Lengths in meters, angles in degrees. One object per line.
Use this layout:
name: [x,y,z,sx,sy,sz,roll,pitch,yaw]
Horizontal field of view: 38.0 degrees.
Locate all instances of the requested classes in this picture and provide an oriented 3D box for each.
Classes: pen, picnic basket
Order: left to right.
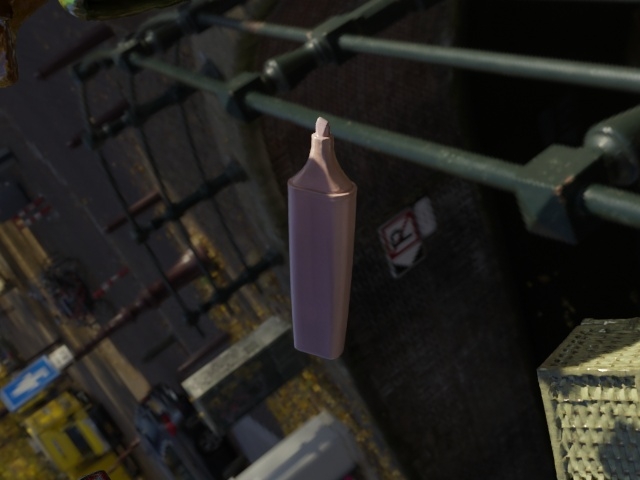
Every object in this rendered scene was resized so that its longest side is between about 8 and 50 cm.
pen: [0.000,0.000,0.709,0.053,0.032,0.197,14,121,22]
picnic basket: [0.331,0.147,0.869,0.196,0.154,0.134,-6,103,38]

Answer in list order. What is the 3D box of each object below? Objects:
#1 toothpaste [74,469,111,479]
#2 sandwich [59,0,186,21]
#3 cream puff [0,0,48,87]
toothpaste: [-0.088,0.297,0.574,0.320,0.066,0.076,60,154,4]
sandwich: [-0.061,-0.255,0.550,0.109,0.292,0.212,54,-172,17]
cream puff: [-0.325,-0.190,0.670,0.155,0.268,0.241,1,101,62]
